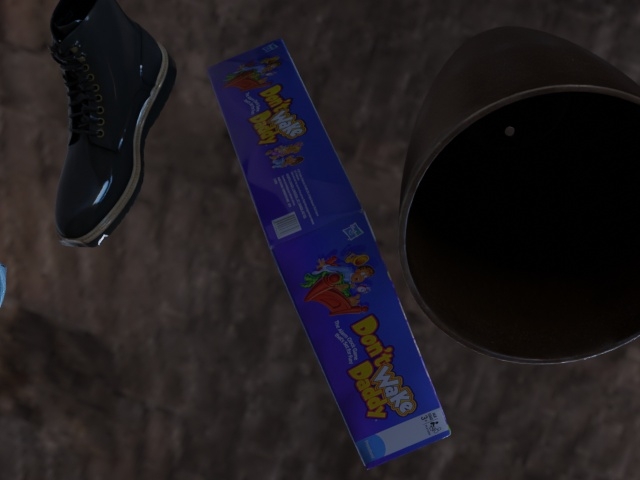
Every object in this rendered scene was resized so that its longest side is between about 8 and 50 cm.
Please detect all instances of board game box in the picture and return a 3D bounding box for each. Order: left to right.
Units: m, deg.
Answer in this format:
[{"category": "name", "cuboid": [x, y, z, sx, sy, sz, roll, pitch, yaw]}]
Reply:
[{"category": "board game box", "cuboid": [0.000, 0.000, 1.429, 0.347, 0.078, 0.233, -113, -179, -58]}]

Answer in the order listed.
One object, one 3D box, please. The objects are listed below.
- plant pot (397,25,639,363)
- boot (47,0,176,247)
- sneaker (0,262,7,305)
[{"category": "plant pot", "cuboid": [0.152, -0.064, 1.197, 0.230, 0.215, 0.215, -97, -160, -59]}, {"category": "boot", "cuboid": [-0.197, -0.108, 1.342, 0.137, 0.077, 0.198, 54, 44, -55]}, {"category": "sneaker", "cuboid": [-0.227, 0.017, 0.849, 0.135, 0.150, 0.366, -56, 170, -3]}]
